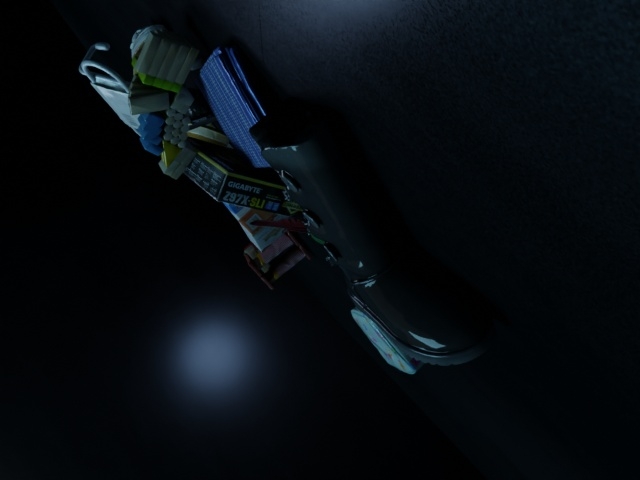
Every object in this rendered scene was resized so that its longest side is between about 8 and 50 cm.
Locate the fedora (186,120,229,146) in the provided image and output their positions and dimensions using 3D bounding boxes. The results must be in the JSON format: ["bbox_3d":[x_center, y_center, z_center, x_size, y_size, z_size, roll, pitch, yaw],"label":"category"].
[{"bbox_3d":[-0.334,-0.288,1.753,0.194,0.079,0.194,18,180,0],"label":"fedora"}]

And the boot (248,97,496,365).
[{"bbox_3d":[0.084,-0.019,1.024,0.367,0.146,0.445,21,146,53],"label":"boot"}]

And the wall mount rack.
[{"bbox_3d":[-0.402,-0.355,1.469,0.304,0.130,0.350,18,163,17],"label":"wall mount rack"}]

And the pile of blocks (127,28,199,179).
[{"bbox_3d":[-0.358,-0.305,1.324,0.112,0.149,0.362,54,147,37],"label":"pile of blocks"}]

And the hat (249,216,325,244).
[{"bbox_3d":[0.000,0.000,1.282,0.208,0.183,0.173,45,171,18],"label":"hat"}]

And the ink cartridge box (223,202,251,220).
[{"bbox_3d":[-0.227,-0.101,2.115,0.078,0.134,0.231,36,165,50],"label":"ink cartridge box"}]

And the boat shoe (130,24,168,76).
[{"bbox_3d":[-0.433,-0.491,1.510,0.277,0.098,0.096,-11,87,65],"label":"boat shoe"}]

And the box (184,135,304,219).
[{"bbox_3d":[-0.203,-0.161,1.492,0.257,0.079,0.322,13,-164,-40],"label":"box"}]

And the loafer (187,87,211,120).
[{"bbox_3d":[-0.352,-0.384,1.690,0.223,0.076,0.078,-154,41,-78],"label":"loafer"}]

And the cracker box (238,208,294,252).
[{"bbox_3d":[-0.166,-0.060,1.928,0.067,0.156,0.232,45,172,12],"label":"cracker box"}]

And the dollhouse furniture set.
[{"bbox_3d":[-0.200,0.024,2.379,0.152,0.201,0.374,51,177,-25],"label":"dollhouse furniture set"}]

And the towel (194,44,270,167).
[{"bbox_3d":[-0.167,-0.262,1.243,0.243,0.040,0.336,61,166,-15],"label":"towel"}]

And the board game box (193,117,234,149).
[{"bbox_3d":[-0.424,-0.342,1.964,0.275,0.144,0.142,49,172,-6],"label":"board game box"}]

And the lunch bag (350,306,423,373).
[{"bbox_3d":[0.198,0.254,1.709,0.224,0.108,0.279,53,169,-6],"label":"lunch bag"}]
